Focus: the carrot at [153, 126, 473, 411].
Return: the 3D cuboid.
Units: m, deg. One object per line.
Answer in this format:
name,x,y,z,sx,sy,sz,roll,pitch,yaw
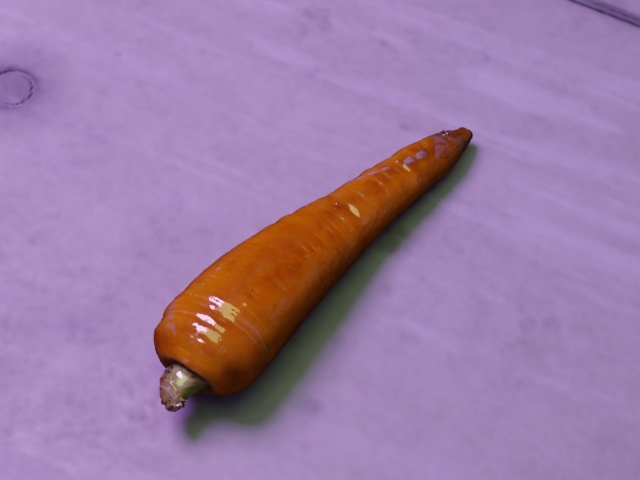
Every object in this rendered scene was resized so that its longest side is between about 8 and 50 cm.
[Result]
carrot,0.000,0.000,0.764,0.061,0.061,0.257,39,61,15
